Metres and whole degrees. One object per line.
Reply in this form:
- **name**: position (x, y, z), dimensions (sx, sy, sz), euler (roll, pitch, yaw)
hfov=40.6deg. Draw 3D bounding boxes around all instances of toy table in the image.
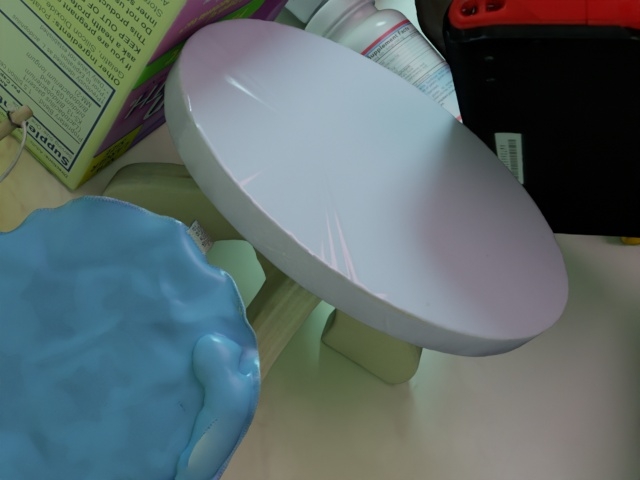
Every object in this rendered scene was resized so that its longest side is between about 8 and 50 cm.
- **toy table**: position (0.000, 0.000, 0.563), dimensions (0.274, 0.161, 0.252), euler (42, 46, -5)

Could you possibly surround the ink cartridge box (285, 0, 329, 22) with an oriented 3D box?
- **ink cartridge box**: position (-0.034, -0.397, 0.876), dimensions (0.308, 0.091, 0.385), euler (44, 33, -3)

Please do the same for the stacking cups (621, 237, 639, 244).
- **stacking cups**: position (0.298, -0.153, 0.932), dimensions (0.096, 0.096, 0.316), euler (-2, 61, -37)

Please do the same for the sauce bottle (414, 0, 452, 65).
- **sauce bottle**: position (0.161, -0.179, 0.760), dimensions (0.344, 0.111, 0.111), euler (44, 44, -24)

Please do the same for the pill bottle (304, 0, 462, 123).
- **pill bottle**: position (0.062, -0.141, 0.752), dimensions (0.160, 0.087, 0.087), euler (49, 46, 2)

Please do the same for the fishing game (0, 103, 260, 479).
- **fishing game**: position (-0.124, 0.066, 0.459), dimensions (0.189, 0.041, 0.264), euler (-40, 88, -1)

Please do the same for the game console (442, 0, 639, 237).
- **game console**: position (0.273, -0.075, 0.592), dimensions (0.342, 0.386, 0.060), euler (4, 75, 15)

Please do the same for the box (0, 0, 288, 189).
- **box**: position (-0.094, -0.184, 0.558), dimensions (0.117, 0.243, 0.213), euler (45, 45, -4)
